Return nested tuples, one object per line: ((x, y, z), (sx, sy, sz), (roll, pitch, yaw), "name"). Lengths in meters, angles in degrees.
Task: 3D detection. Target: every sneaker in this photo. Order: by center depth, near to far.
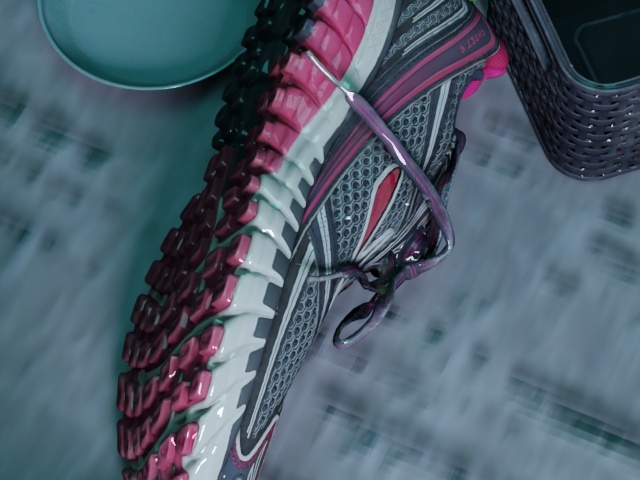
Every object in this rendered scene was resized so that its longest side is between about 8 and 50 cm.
((0.000, 0.000, 0.839), (0.112, 0.121, 0.299), (28, 71, -18), "sneaker")

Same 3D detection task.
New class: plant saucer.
((-0.083, -0.121, 0.954), (0.119, 0.021, 0.119), (-1, 62, 1), "plant saucer")

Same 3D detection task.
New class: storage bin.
((0.181, -0.117, 0.909), (0.180, 0.084, 0.122), (-17, 63, -7), "storage bin")

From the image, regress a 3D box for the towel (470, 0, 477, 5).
((0.019, -0.168, 0.960), (0.152, 0.023, 0.113), (25, 60, 5), "towel")
